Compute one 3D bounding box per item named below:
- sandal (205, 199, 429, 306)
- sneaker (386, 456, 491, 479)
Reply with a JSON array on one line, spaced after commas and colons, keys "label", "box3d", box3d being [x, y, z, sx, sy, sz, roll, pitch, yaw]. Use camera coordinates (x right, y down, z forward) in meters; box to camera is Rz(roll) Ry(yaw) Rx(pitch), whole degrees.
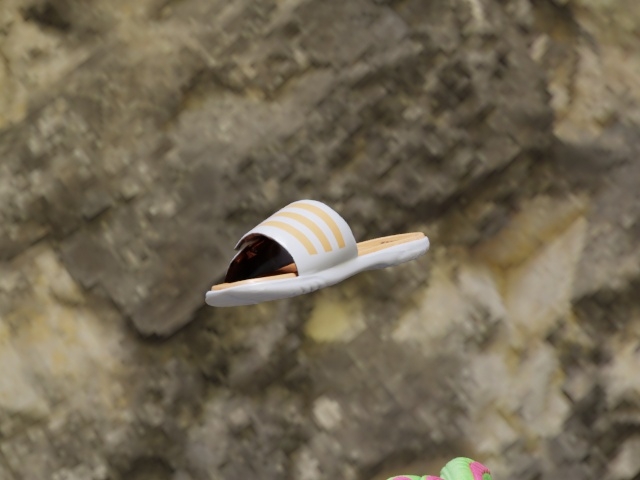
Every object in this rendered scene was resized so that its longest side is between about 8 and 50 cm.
[{"label": "sandal", "box3d": [-0.008, 0.001, 1.603, 0.265, 0.102, 0.076, -16, -85, -50]}, {"label": "sneaker", "box3d": [0.135, 0.376, 2.082, 0.202, 0.185, 0.483, -59, -17, 6]}]
